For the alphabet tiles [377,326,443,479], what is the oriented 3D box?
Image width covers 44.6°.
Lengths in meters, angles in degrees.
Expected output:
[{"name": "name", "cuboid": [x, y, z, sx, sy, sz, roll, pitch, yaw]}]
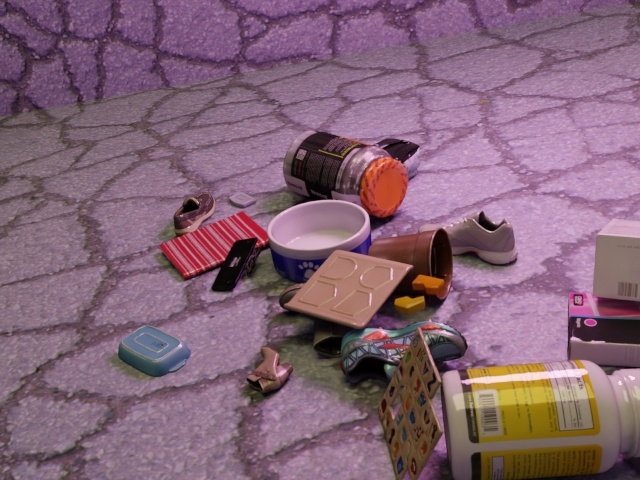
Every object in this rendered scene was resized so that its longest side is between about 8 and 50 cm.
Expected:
[{"name": "alphabet tiles", "cuboid": [0.161, 0.297, 1.368, 0.009, 0.198, 0.237, 15, 25, -15]}]

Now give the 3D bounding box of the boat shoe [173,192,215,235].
[{"name": "boat shoe", "cuboid": [-0.373, -0.094, 2.309, 0.080, 0.073, 0.223, 1, 31, 17]}]

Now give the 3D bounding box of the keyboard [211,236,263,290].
[{"name": "keyboard", "cuboid": [-0.206, 0.067, 2.021, 0.100, 0.038, 0.192, -8, 38, 26]}]

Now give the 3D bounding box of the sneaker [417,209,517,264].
[{"name": "sneaker", "cuboid": [0.366, -0.028, 1.950, 0.262, 0.121, 0.099, 10, 33, 30]}]

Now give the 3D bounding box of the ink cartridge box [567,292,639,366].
[{"name": "ink cartridge box", "cuboid": [0.686, 0.183, 1.558, 0.371, 0.069, 0.176, 3, 31, 15]}]

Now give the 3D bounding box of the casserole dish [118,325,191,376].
[{"name": "casserole dish", "cuboid": [-0.378, 0.242, 1.755, 0.188, 0.037, 0.114, 18, 39, 37]}]

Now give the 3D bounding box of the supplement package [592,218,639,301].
[{"name": "supplement package", "cuboid": [0.672, 0.037, 1.663, 0.139, 0.134, 0.244, 6, 12, 28]}]

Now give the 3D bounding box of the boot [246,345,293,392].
[{"name": "boot", "cuboid": [-0.118, 0.271, 1.631, 0.087, 0.042, 0.118, -29, 35, -29]}]

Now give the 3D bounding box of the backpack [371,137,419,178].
[{"name": "backpack", "cuboid": [0.221, -0.235, 2.364, 0.152, 0.115, 0.182, 26, 42, 29]}]

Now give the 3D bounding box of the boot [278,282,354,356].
[{"name": "boot", "cuboid": [-0.005, 0.181, 1.745, 0.189, 0.076, 0.208, -7, 36, 6]}]

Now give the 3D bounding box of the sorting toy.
[{"name": "sorting toy", "cuboid": [0.100, 0.115, 1.686, 0.307, 0.041, 0.229, 12, 42, 38]}]

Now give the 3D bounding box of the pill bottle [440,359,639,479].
[{"name": "pill bottle", "cuboid": [0.376, 0.298, 1.302, 0.334, 0.188, 0.188, -5, 29, 5]}]

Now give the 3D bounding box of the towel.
[{"name": "towel", "cuboid": [-0.284, 0.012, 2.145, 0.275, 0.031, 0.199, -23, 34, -21]}]

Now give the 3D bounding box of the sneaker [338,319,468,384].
[{"name": "sneaker", "cuboid": [0.166, 0.243, 1.571, 0.261, 0.104, 0.125, -8, 38, 18]}]

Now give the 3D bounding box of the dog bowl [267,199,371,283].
[{"name": "dog bowl", "cuboid": [0.000, 0.000, 2.014, 0.264, 0.104, 0.265, -7, 29, 4]}]

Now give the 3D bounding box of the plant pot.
[{"name": "plant pot", "cuboid": [0.205, 0.055, 1.820, 0.165, 0.167, 0.167, -2, 29, 26]}]

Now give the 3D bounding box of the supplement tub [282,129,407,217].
[{"name": "supplement tub", "cuboid": [0.070, -0.186, 2.221, 0.207, 0.207, 0.338, -29, 35, -33]}]

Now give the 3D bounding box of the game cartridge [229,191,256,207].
[{"name": "game cartridge", "cuboid": [-0.241, -0.123, 2.387, 0.056, 0.017, 0.083, -23, 32, -31]}]
